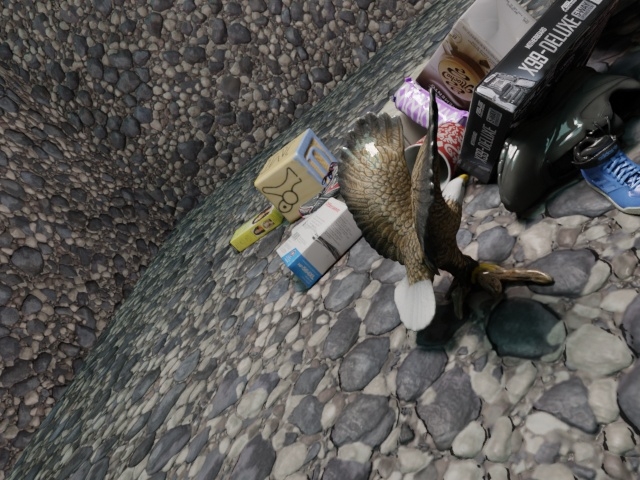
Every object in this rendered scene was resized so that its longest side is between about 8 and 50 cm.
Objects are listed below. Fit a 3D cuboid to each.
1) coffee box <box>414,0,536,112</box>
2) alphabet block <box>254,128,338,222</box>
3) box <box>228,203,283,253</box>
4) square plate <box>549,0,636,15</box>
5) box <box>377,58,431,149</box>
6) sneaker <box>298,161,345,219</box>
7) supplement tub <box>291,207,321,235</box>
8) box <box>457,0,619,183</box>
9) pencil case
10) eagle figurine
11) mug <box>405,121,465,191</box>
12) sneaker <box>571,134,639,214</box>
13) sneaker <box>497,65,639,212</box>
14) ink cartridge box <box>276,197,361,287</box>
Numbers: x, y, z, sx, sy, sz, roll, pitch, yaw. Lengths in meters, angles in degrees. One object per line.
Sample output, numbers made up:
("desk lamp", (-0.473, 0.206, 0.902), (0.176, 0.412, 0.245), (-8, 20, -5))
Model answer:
("coffee box", (0.347, -0.397, 1.061), (0.119, 0.168, 0.297), (-47, 1, -7))
("alphabet block", (-0.068, -0.212, 1.565), (0.197, 0.192, 0.194), (-29, 23, 31))
("box", (-0.234, -0.047, 1.738), (0.232, 0.058, 0.087), (-34, 23, 27))
("square plate", (0.613, -0.519, 0.901), (0.343, 0.049, 0.347), (-31, -7, 26))
("box", (0.274, -0.374, 1.333), (0.311, 0.121, 0.148), (-52, 22, -19))
("sneaker", (0.051, -0.168, 1.371), (0.299, 0.112, 0.121), (-37, 22, 19))
("supplement tub", (-0.018, -0.034, 1.299), (0.107, 0.071, 0.071), (-36, 22, 21))
("box", (0.378, -0.278, 0.839), (0.307, 0.076, 0.242), (-48, -20, -8))
("pencil case", (0.272, -0.313, 1.140), (0.086, 0.206, 0.088), (-25, -36, -33))
("eagle figurine", (0.149, -0.042, 0.686), (0.226, 0.298, 0.225), (-31, 25, 31))
("mug", (0.238, -0.172, 1.013), (0.169, 0.113, 0.150), (-44, 3, -43))
("sneaker", (0.395, -0.095, 0.635), (0.058, 0.084, 0.152), (-38, 22, 15))
("sneaker", (0.392, -0.159, 0.747), (0.286, 0.109, 0.130), (-53, 39, -3))
("ink cartridge box", (0.000, 0.000, 1.179), (0.203, 0.086, 0.148), (-44, 20, -1))
